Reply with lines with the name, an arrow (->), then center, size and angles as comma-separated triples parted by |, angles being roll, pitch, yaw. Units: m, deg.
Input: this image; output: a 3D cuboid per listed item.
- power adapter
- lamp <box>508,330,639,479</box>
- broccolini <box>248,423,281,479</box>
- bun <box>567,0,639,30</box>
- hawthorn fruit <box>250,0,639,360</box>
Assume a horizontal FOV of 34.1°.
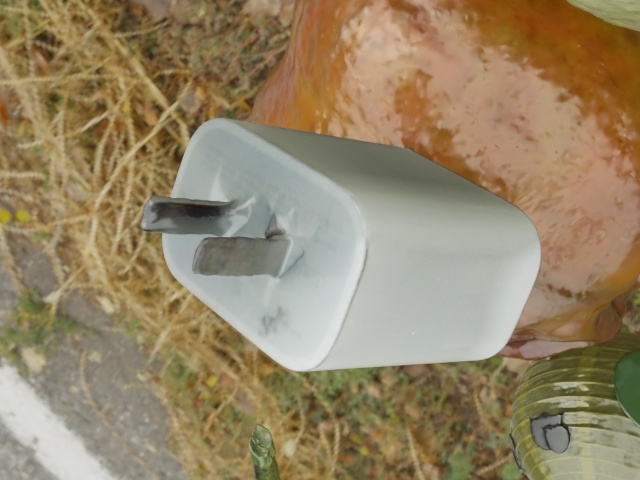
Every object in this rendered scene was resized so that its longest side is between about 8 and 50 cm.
power adapter -> 0.000, 0.000, 0.703 | 0.187, 0.255, 0.124 | 33, 109, 41
lamp -> 0.352, 0.252, 1.275 | 0.250, 0.284, 0.250 | 10, 148, 7
broccolini -> -0.036, 0.226, 0.846 | 0.071, 0.057, 0.254 | -16, 147, -2
bun -> 0.292, -0.258, 0.687 | 0.349, 0.353, 0.227 | -42, 66, 44
hawthorn fruit -> 0.163, -0.098, 1.024 | 0.472, 0.471, 0.471 | 13, 128, 18
